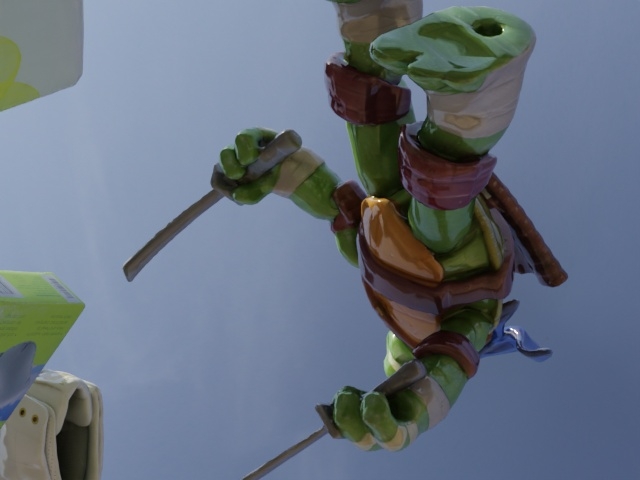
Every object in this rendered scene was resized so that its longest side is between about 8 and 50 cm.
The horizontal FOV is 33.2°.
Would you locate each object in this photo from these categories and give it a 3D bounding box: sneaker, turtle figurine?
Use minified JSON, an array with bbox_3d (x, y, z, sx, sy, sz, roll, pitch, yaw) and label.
[{"bbox_3d":[-0.274,0.107,0.959,0.169,0.108,0.292,-10,-85,30],"label":"sneaker"},{"bbox_3d":[0.000,0.000,0.546,0.275,0.197,0.266,6,-50,4],"label":"turtle figurine"}]

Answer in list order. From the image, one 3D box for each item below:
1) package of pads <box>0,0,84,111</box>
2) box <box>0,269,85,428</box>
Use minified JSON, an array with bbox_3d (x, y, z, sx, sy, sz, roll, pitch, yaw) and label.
[{"bbox_3d":[-0.261,-0.202,0.668,0.229,0.296,0.101,-26,-125,-34],"label":"package of pads"},{"bbox_3d":[-0.245,0.100,0.710,0.042,0.109,0.178,39,-80,19],"label":"box"}]
